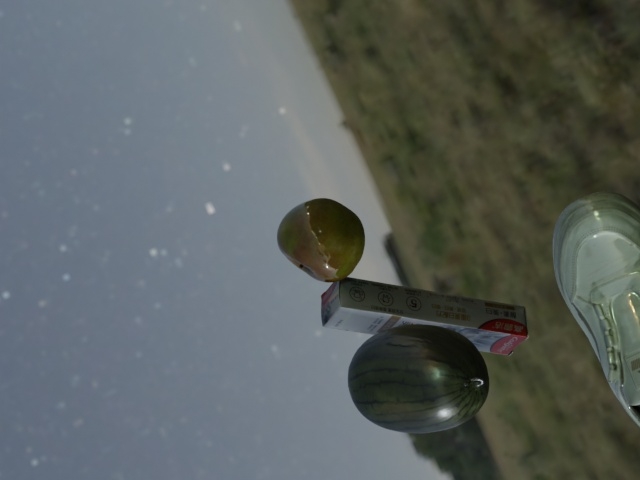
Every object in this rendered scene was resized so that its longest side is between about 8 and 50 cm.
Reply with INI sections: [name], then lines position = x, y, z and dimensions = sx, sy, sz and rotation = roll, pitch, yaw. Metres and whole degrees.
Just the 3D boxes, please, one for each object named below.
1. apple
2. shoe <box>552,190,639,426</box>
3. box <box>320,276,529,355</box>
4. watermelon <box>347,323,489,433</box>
[apple]
position = 0.000, 0.000, 1.514
dimensions = 0.089, 0.074, 0.089
rotation = 23, 158, 10
[shoe]
position = 0.350, 0.107, 1.640
dimensions = 0.316, 0.124, 0.159
rotation = 58, -164, -26
[box]
position = 0.110, 0.080, 1.579
dimensions = 0.055, 0.218, 0.039
rotation = 126, 148, -54
[watermelon]
position = 0.071, 0.098, 1.068
dimensions = 0.078, 0.110, 0.078
rotation = 10, -101, -56
